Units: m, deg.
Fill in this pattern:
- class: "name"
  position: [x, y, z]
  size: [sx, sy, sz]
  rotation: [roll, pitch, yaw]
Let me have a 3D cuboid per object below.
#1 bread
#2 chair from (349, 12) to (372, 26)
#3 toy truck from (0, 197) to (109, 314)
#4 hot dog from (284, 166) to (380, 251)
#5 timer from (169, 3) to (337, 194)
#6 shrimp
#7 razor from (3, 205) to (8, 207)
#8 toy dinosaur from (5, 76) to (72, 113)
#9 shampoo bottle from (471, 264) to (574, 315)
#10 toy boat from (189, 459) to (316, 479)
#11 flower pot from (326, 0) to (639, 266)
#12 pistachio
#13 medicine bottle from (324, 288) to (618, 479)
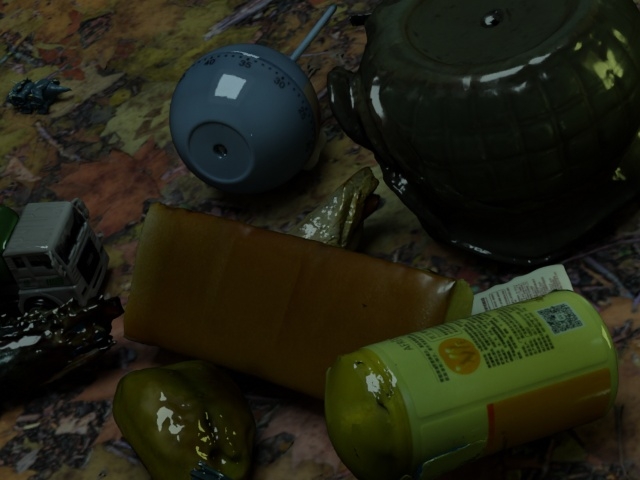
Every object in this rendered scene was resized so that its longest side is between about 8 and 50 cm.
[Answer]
- class: "bread"
  position: [-0.024, 0.065, 1.644]
  size: [0.361, 0.077, 0.138]
  rotation: [15, 92, 38]
- class: "chair"
  position: [0.172, -0.257, 1.907]
  size: [0.247, 0.172, 0.159]
  rotation: [-21, 37, 15]
- class: "toy truck"
  position: [-0.351, 0.021, 1.867]
  size: [0.242, 0.125, 0.101]
  rotation: [-5, 41, 20]
- class: "hot dog"
  position: [0.001, 0.001, 1.754]
  size: [0.169, 0.061, 0.078]
  rotation: [-40, -2, -2]
- class: "timer"
  position: [-0.049, -0.138, 1.907]
  size: [0.175, 0.175, 0.255]
  rotation: [11, 21, 36]
- class: "shrimp"
  position: [-0.338, 0.060, 1.771]
  size: [0.290, 0.222, 0.054]
  rotation: [-14, -5, 11]
- class: "razor"
  position: [-0.474, 0.017, 1.989]
  size: [0.278, 0.056, 0.111]
  rotation: [-21, 37, 4]
- class: "toy dinosaur"
  position: [-0.343, -0.179, 2.170]
  size: [0.083, 0.030, 0.047]
  rotation: [3, 48, 30]
- class: "shampoo bottle"
  position: [0.156, 0.075, 1.607]
  size: [0.152, 0.045, 0.077]
  rotation: [-20, 40, 2]
- class: "toy boat"
  position: [0.020, 0.255, 1.412]
  size: [0.296, 0.114, 0.122]
  rotation: [13, 60, 36]
- class: "flower pot"
  position: [0.167, -0.134, 1.710]
  size: [0.301, 0.213, 0.302]
  rotation: [-14, 39, 11]
- class: "pistachio"
  position: [-0.126, 0.160, 1.605]
  size: [0.100, 0.110, 0.189]
  rotation: [-53, 37, 14]
- class: "medicine bottle"
  position: [0.117, 0.123, 1.460]
  size: [0.239, 0.124, 0.124]
  rotation: [-16, 34, -23]
